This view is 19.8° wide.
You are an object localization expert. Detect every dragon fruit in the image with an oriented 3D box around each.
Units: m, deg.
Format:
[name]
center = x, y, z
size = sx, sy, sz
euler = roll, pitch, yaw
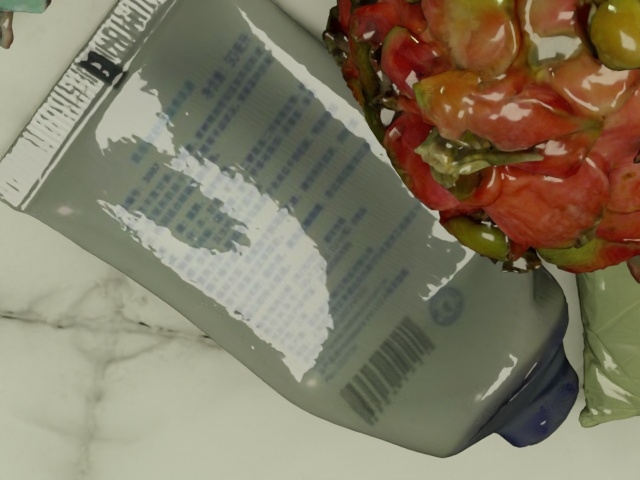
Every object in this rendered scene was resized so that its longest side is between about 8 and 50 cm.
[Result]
[dragon fruit]
center = 0.158, -0.124, 1.091
size = 0.314, 0.263, 0.296
euler = 44, 106, 1

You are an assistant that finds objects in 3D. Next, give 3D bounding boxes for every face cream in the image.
[face cream]
center = 0.000, 0.000, 1.273
size = 0.420, 0.137, 0.235
euler = 37, 106, -7

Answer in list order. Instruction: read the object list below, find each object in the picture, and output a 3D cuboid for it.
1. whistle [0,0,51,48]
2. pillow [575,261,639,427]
[whistle]
center = -0.211, -0.266, 1.110
size = 0.133, 0.142, 0.346
euler = -6, 128, -9
[pillow]
center = 0.310, -0.009, 1.282
size = 0.280, 0.076, 0.274
euler = -6, 109, 5
